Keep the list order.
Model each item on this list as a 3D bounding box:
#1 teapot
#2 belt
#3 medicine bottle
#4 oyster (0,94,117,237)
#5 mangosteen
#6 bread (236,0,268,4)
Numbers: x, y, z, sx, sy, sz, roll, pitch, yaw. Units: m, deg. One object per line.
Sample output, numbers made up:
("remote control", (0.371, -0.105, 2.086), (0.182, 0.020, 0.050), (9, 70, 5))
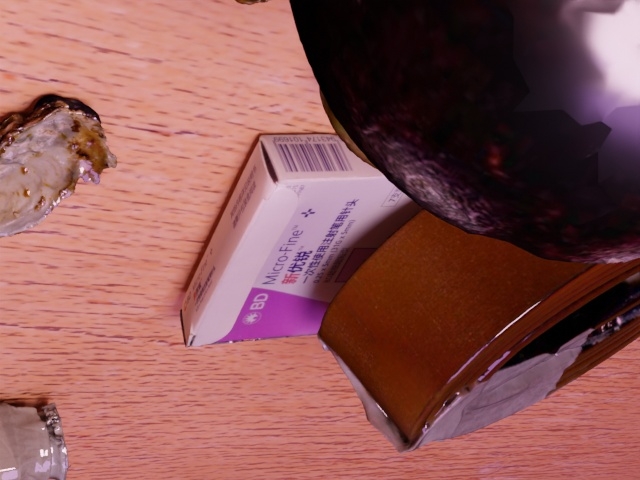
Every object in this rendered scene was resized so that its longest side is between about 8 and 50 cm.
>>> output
("teapot", (-0.309, 0.186, 0.975), (0.200, 0.077, 0.107), (-6, 150, -25))
("belt", (0.164, 0.023, 0.904), (0.338, 0.122, 0.217), (-28, 153, -19))
("medicine bottle", (0.000, 0.000, 0.895), (0.171, 0.052, 0.201), (-3, 144, -29))
("oyster", (-0.187, -0.042, 0.731), (0.132, 0.029, 0.086), (-21, 144, 6))
("mangosteen", (0.081, -0.100, 0.470), (0.228, 0.228, 0.265), (-2, 172, -30))
("bread", (0.000, -0.217, 0.513), (0.161, 0.088, 0.233), (-25, 147, -3))
